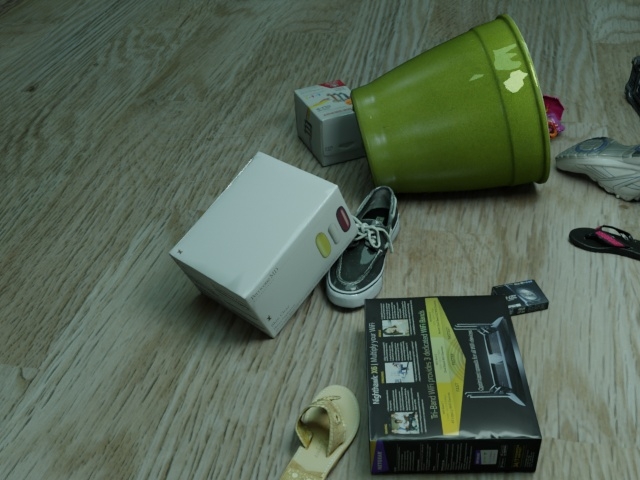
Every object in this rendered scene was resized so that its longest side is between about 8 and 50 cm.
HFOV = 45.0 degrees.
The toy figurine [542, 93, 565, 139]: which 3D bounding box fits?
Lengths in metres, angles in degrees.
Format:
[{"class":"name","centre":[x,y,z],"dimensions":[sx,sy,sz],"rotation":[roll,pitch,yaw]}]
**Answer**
[{"class":"toy figurine","centre":[0.527,-0.288,1.845],"dimensions":[0.159,0.130,0.173],"rotation":[-16,60,-31]}]

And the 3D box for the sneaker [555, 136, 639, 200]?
[{"class":"sneaker","centre":[0.628,-0.146,1.639],"dimensions":[0.111,0.129,0.297],"rotation":[-30,26,-27]}]

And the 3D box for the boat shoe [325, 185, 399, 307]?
[{"class":"boat shoe","centre":[0.089,0.002,1.487],"dimensions":[0.113,0.105,0.306],"rotation":[13,40,21]}]

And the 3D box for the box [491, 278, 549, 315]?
[{"class":"box","centre":[0.361,0.104,1.400],"dimensions":[0.083,0.018,0.067],"rotation":[-9,37,-7]}]

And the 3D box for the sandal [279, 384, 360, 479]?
[{"class":"sandal","centre":[0.000,0.281,1.146],"dimensions":[0.088,0.079,0.240],"rotation":[10,39,17]}]

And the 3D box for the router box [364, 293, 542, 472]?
[{"class":"router box","centre":[0.193,0.215,1.215],"dimensions":[0.243,0.081,0.308],"rotation":[-1,37,3]}]

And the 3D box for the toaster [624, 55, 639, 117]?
[{"class":"toaster","centre":[0.854,-0.367,1.892],"dimensions":[0.147,0.129,0.227],"rotation":[0,36,1]}]

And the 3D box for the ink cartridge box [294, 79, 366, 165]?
[{"class":"ink cartridge box","centre":[0.028,-0.283,1.850],"dimensions":[0.128,0.127,0.176],"rotation":[-16,40,-17]}]

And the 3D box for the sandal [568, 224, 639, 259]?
[{"class":"sandal","centre":[0.578,-0.003,1.504],"dimensions":[0.179,0.040,0.067],"rotation":[14,41,22]}]

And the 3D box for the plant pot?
[{"class":"plant pot","centre":[0.257,-0.254,1.647],"dimensions":[0.353,0.366,0.366],"rotation":[-14,37,5]}]

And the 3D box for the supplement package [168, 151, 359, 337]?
[{"class":"supplement package","centre":[-0.098,0.003,1.400],"dimensions":[0.204,0.145,0.262],"rotation":[27,69,35]}]
